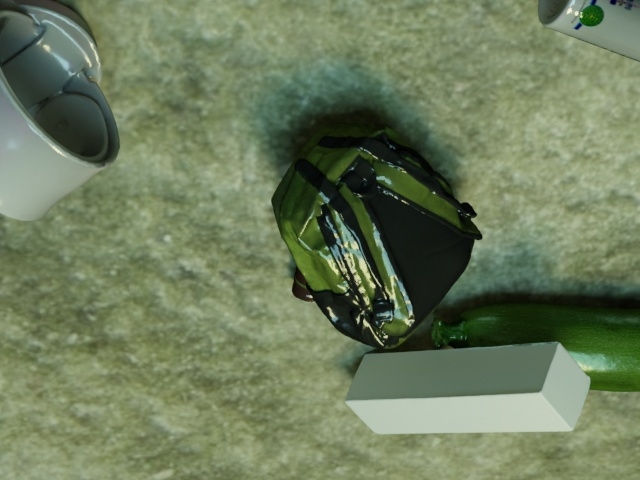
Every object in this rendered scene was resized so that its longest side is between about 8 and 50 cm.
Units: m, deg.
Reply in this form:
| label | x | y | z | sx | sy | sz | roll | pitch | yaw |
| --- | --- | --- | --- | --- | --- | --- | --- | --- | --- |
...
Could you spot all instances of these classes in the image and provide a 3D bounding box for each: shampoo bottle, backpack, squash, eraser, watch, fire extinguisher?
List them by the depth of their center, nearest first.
| label | x | y | z | sx | sy | sz | roll | pitch | yaw |
| --- | --- | --- | --- | --- | --- | --- | --- | --- | --- |
| watch | -0.338 | -0.140 | 1.615 | 0.196 | 0.231 | 0.244 | -34 | 126 | 21 |
| shampoo bottle | 0.386 | -0.224 | 1.711 | 0.303 | 0.092 | 0.092 | 18 | 123 | -17 |
| backpack | 0.061 | -0.011 | 1.775 | 0.207 | 0.140 | 0.253 | -52 | 127 | -20 |
| fire extinguisher | 0.000 | 0.000 | 1.870 | 0.064 | 0.043 | 0.158 | -15 | 134 | -33 |
| eraser | 0.172 | 0.180 | 1.909 | 0.298 | 0.076 | 0.078 | -7 | 136 | 42 |
| squash | 0.331 | 0.132 | 1.963 | 0.395 | 0.107 | 0.107 | 5 | 126 | -9 |
